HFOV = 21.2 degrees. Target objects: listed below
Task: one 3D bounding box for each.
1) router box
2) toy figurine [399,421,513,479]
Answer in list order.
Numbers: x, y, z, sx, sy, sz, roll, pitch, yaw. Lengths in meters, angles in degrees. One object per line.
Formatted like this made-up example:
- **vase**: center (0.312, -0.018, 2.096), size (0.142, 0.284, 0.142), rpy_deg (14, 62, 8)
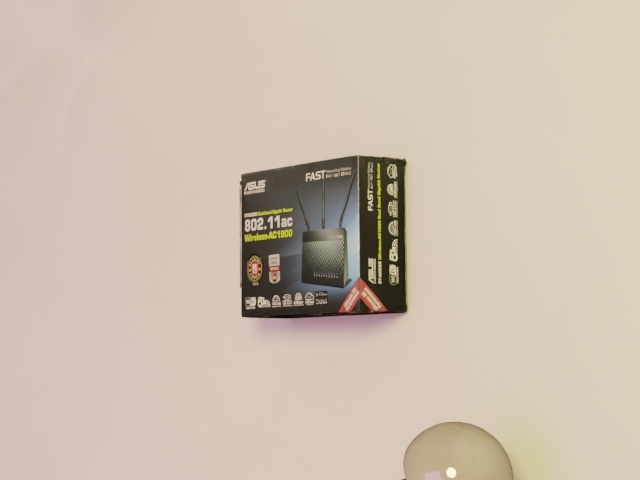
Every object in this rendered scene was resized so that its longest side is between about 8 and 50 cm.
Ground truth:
- **router box**: center (0.000, 0.000, 1.031), size (0.122, 0.038, 0.092), rpy_deg (-7, 82, 51)
- **toy figurine**: center (0.030, 0.207, 0.841), size (0.213, 0.210, 0.148), rpy_deg (62, 143, 31)
